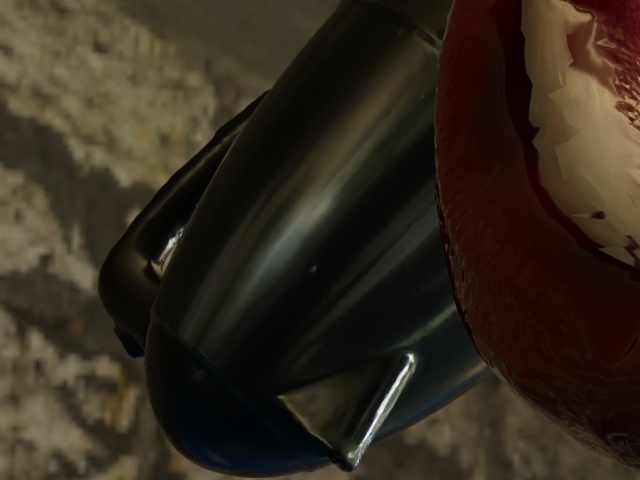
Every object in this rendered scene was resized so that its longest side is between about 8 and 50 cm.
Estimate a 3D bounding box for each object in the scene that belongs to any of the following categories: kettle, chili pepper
[{"bbox_3d":[0.003,0.000,1.060,0.251,0.271,0.207,40,172,19],"label":"kettle"},{"bbox_3d":[0.096,-0.027,0.634,0.092,0.368,0.137,26,122,-23],"label":"chili pepper"}]
